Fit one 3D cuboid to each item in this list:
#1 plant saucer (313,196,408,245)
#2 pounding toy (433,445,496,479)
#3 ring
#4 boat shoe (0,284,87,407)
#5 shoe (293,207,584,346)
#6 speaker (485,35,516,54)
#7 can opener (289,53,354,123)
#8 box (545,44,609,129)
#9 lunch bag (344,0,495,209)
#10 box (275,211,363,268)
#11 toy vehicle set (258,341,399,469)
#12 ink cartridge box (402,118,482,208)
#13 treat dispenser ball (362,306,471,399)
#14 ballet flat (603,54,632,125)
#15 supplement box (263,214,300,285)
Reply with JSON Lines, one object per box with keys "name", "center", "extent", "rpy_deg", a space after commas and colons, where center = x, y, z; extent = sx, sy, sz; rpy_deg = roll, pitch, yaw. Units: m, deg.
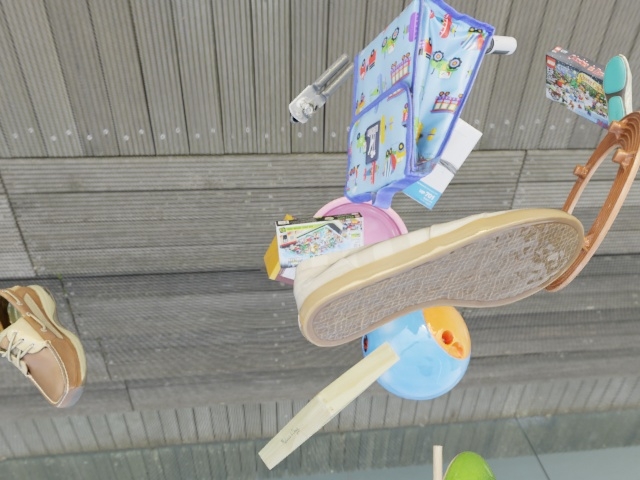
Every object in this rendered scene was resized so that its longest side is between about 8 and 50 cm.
{"name": "plant saucer", "center": [0.113, 0.021, 1.492], "extent": [0.331, 0.084, 0.333], "rpy_deg": [2, 104, 6]}
{"name": "pounding toy", "center": [0.303, 0.502, 0.900], "extent": [0.110, 0.183, 0.236], "rpy_deg": [-6, 151, 45]}
{"name": "ring", "center": [0.463, -0.067, 0.843], "extent": [0.032, 0.336, 0.337], "rpy_deg": [23, 121, 12]}
{"name": "boat shoe", "center": [-0.594, 0.212, 0.976], "extent": [0.123, 0.324, 0.119], "rpy_deg": [-56, 148, 9]}
{"name": "shoe", "center": [0.084, 0.014, 0.349], "extent": [0.218, 0.058, 0.077], "rpy_deg": [-14, 124, -7]}
{"name": "speaker", "center": [0.552, -0.607, 1.482], "extent": [0.136, 0.055, 0.055], "rpy_deg": [-16, 131, -39]}
{"name": "can opener", "center": [-0.001, -0.497, 1.577], "extent": [0.076, 0.095, 0.283], "rpy_deg": [46, 76, -16]}
{"name": "box", "center": [0.720, -0.417, 1.304], "extent": [0.044, 0.233, 0.159], "rpy_deg": [-36, 139, -1]}
{"name": "lunch bag", "center": [0.129, -0.188, 0.762], "extent": [0.138, 0.221, 0.294], "rpy_deg": [17, 79, -20]}
{"name": "box", "center": [0.000, 0.000, 1.147], "extent": [0.206, 0.036, 0.114], "rpy_deg": [-7, 115, -7]}
{"name": "toy vehicle set", "center": [0.009, 0.282, 0.801], "extent": [0.165, 0.035, 0.267], "rpy_deg": [-24, 156, -42]}
{"name": "ink cartridge box", "center": [0.268, -0.179, 1.064], "extent": [0.082, 0.139, 0.191], "rpy_deg": [34, 111, 4]}
{"name": "treat dispenser ball", "center": [0.255, 0.278, 1.284], "extent": [0.287, 0.288, 0.289], "rpy_deg": [-3, 123, -5]}
{"name": "ballet flat", "center": [0.678, -0.332, 1.083], "extent": [0.052, 0.057, 0.169], "rpy_deg": [-8, 98, -32]}
{"name": "supplement box", "center": [-0.061, 0.046, 1.644], "extent": [0.194, 0.129, 0.191], "rpy_deg": [19, 114, -26]}
